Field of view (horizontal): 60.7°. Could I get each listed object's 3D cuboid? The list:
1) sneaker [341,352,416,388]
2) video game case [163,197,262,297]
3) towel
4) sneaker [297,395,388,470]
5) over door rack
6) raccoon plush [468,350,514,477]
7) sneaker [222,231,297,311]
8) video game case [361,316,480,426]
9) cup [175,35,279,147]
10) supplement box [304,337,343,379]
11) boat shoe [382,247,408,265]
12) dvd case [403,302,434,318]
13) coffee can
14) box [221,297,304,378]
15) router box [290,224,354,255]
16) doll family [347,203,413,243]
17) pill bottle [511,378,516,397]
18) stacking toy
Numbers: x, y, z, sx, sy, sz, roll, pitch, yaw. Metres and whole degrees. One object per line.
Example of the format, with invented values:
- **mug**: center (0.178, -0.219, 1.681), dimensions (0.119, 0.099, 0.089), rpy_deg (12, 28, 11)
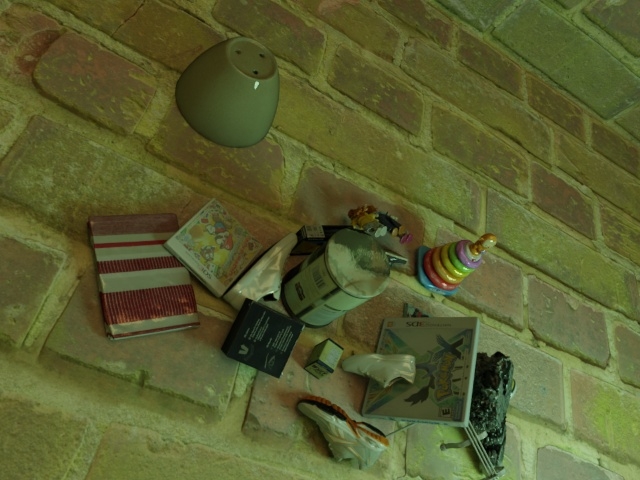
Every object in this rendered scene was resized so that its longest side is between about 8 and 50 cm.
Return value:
- **sneaker**: center (0.163, 0.374, 1.551), dimensions (0.213, 0.080, 0.094), rpy_deg (-5, 61, 13)
- **video game case**: center (-0.292, 0.015, 1.529), dimensions (0.206, 0.026, 0.227), rpy_deg (46, 45, -10)
- **towel**: center (-0.454, 0.084, 1.408), dimensions (0.237, 0.037, 0.328), rpy_deg (-4, 69, -36)
- **sneaker**: center (0.042, 0.516, 1.448), dimensions (0.263, 0.099, 0.120), rpy_deg (30, 94, 7)
- **over door rack**: center (0.312, 0.602, 1.520), dimensions (0.325, 0.108, 0.239), rpy_deg (-25, 78, -5)
- **raccoon plush**: center (0.408, 0.492, 1.675), dimensions (0.216, 0.300, 0.445), rpy_deg (4, 92, -59)
- **sneaker**: center (-0.143, 0.100, 1.558), dimensions (0.123, 0.106, 0.290), rpy_deg (45, 61, -7)
- **video game case**: center (0.293, 0.365, 1.576), dimensions (0.036, 0.300, 0.328), rpy_deg (56, 41, -39)
- **cup**: center (-0.258, -0.494, 1.716), dimensions (0.332, 0.237, 0.330), rpy_deg (15, 58, -26)
- **supplement box**: center (0.010, 0.332, 1.532), dimensions (0.056, 0.083, 0.083), rpy_deg (38, 50, -9)
- **boat shoe**: center (0.204, 0.063, 1.833), dimensions (0.206, 0.075, 0.064), rpy_deg (12, 102, -33)
- **dvd case**: center (0.325, 0.268, 1.814), dimensions (0.120, 0.013, 0.087), rpy_deg (26, 54, -18)
- **coffee can**: center (0.037, 0.113, 1.545), dimensions (0.202, 0.275, 0.201), rpy_deg (15, 58, -26)
- **box**: center (-0.151, 0.253, 1.430), dimensions (0.158, 0.093, 0.155), rpy_deg (28, 81, -17)
- **router box**: center (0.000, 0.000, 1.675), dimensions (0.179, 0.133, 0.046), rpy_deg (-1, 65, -32)
- **doll family**: center (0.185, -0.062, 1.817), dimensions (0.263, 0.118, 0.163), rpy_deg (-9, 32, -36)
- **pill bottle**: center (0.546, 0.446, 1.797), dimensions (0.184, 0.103, 0.103), rpy_deg (41, 51, -8)
- **stacking toy**: center (0.479, 0.056, 1.839), dimensions (0.175, 0.302, 0.165), rpy_deg (19, 56, -24)
